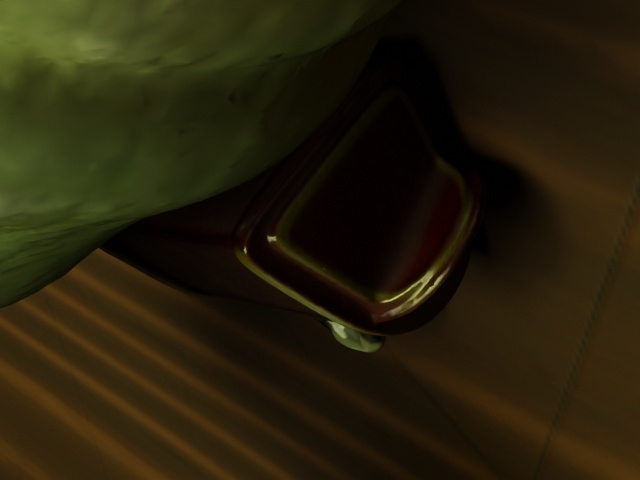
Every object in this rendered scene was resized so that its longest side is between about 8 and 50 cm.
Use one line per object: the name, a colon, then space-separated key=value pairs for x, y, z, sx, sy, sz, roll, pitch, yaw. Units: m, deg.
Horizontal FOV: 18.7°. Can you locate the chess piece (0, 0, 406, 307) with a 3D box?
chess piece: x=-0.151 y=-0.020 z=0.566 sx=0.234 sy=0.234 sz=0.442 roll=53 pitch=134 yaw=14

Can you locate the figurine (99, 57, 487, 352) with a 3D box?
figurine: x=0.001 y=-0.001 z=0.640 sx=0.154 sy=0.082 sz=0.098 roll=10 pitch=144 yaw=54
